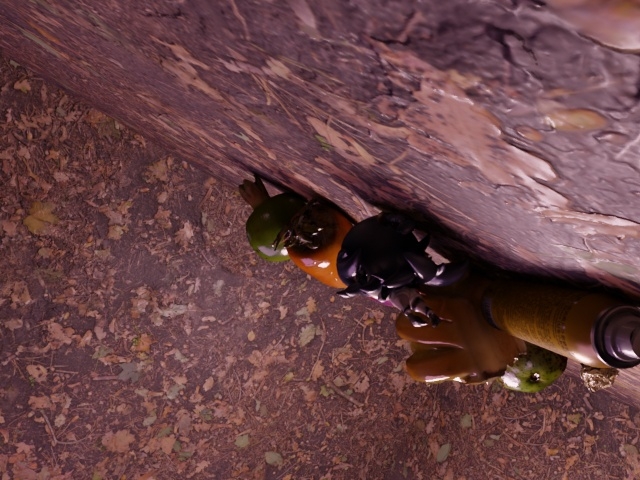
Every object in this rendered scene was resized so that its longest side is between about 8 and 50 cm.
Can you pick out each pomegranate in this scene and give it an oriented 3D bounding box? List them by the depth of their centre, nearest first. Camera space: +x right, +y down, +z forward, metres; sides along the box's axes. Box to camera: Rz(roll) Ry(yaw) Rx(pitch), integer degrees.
[{"bbox_3d":[0.596,0.315,1.395,0.214,0.214,0.247,30,-146,-12],"label":"pomegranate"},{"bbox_3d":[-0.152,-0.077,1.523,0.301,0.236,0.236,56,177,1],"label":"pomegranate"}]

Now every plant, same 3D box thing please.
[{"bbox_3d":[0.758,0.357,1.333,0.122,0.105,0.116,58,175,41],"label":"plant"}]

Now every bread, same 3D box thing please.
[{"bbox_3d":[0.278,0.180,1.027,0.316,0.211,0.270,-5,-111,-57],"label":"bread"}]

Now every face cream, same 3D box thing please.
[{"bbox_3d":[0.373,0.122,0.743,0.105,0.105,0.349,29,177,-5],"label":"face cream"}]

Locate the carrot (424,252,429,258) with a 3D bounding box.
[{"bbox_3d":[0.254,0.111,1.305,0.059,0.059,0.247,28,149,20],"label":"carrot"}]

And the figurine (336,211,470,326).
[{"bbox_3d":[0.136,0.048,0.891,0.175,0.197,0.265,34,166,-33],"label":"figurine"}]

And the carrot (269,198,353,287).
[{"bbox_3d":[0.000,0.000,1.338,0.214,0.193,0.331,32,176,30],"label":"carrot"}]

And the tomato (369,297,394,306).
[{"bbox_3d":[0.243,0.130,1.525,0.290,0.176,0.335,27,177,-24],"label":"tomato"}]
